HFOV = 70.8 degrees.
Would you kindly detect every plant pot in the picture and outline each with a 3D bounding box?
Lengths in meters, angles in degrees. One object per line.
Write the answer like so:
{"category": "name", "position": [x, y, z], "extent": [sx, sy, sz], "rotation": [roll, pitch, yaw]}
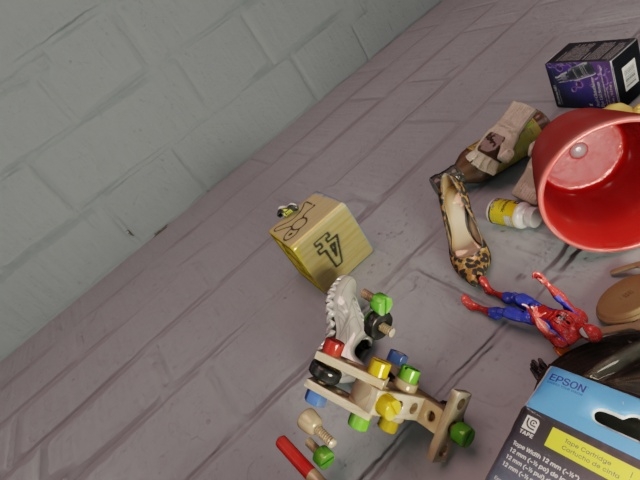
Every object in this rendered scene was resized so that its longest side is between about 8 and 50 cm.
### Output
{"category": "plant pot", "position": [0.563, -0.149, 0.919], "extent": [0.275, 0.274, 0.243], "rotation": [-22, 23, 21]}

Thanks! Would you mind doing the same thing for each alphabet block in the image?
{"category": "alphabet block", "position": [0.000, 0.000, 1.319], "extent": [0.197, 0.193, 0.192], "rotation": [-40, 28, -10]}

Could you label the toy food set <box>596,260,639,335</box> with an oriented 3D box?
{"category": "toy food set", "position": [0.534, 0.103, 0.759], "extent": [0.192, 0.038, 0.132], "rotation": [-44, 4, -33]}

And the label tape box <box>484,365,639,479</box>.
{"category": "label tape box", "position": [0.318, 0.355, 0.519], "extent": [0.347, 0.115, 0.249], "rotation": [-52, 32, -16]}

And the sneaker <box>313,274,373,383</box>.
{"category": "sneaker", "position": [0.070, 0.204, 1.055], "extent": [0.118, 0.110, 0.292], "rotation": [-11, 45, 23]}

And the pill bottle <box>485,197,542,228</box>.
{"category": "pill bottle", "position": [0.461, -0.063, 1.071], "extent": [0.065, 0.065, 0.116], "rotation": [-45, 31, -17]}

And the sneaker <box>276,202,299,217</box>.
{"category": "sneaker", "position": [-0.095, -0.085, 1.321], "extent": [0.083, 0.031, 0.035], "rotation": [-11, 51, 43]}

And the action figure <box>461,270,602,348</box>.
{"category": "action figure", "position": [0.364, 0.107, 0.819], "extent": [0.091, 0.139, 0.280], "rotation": [-44, 25, -12]}

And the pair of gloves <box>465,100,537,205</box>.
{"category": "pair of gloves", "position": [0.510, -0.226, 1.131], "extent": [0.204, 0.042, 0.240], "rotation": [-53, 53, 16]}

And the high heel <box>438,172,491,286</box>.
{"category": "high heel", "position": [0.319, -0.031, 1.043], "extent": [0.093, 0.186, 0.261], "rotation": [-20, 33, 25]}

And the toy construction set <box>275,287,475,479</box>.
{"category": "toy construction set", "position": [0.103, 0.297, 0.752], "extent": [0.309, 0.257, 0.237], "rotation": [-47, 42, -15]}

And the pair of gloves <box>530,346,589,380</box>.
{"category": "pair of gloves", "position": [0.407, 0.219, 0.770], "extent": [0.083, 0.010, 0.074], "rotation": [-34, 32, 5]}

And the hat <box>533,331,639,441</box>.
{"category": "hat", "position": [0.448, 0.217, 0.602], "extent": [0.332, 0.134, 0.331], "rotation": [-23, 35, 18]}

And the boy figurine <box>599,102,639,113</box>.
{"category": "boy figurine", "position": [0.705, -0.273, 1.104], "extent": [0.285, 0.092, 0.177], "rotation": [-18, 33, 25]}

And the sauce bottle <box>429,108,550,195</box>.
{"category": "sauce bottle", "position": [0.473, -0.235, 1.264], "extent": [0.345, 0.111, 0.111], "rotation": [-32, 30, 5]}

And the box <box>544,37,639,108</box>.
{"category": "box", "position": [0.762, -0.461, 1.257], "extent": [0.108, 0.153, 0.207], "rotation": [-40, 29, -8]}
